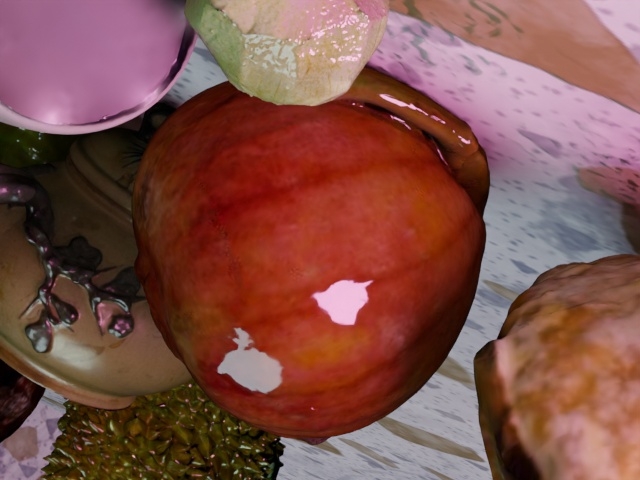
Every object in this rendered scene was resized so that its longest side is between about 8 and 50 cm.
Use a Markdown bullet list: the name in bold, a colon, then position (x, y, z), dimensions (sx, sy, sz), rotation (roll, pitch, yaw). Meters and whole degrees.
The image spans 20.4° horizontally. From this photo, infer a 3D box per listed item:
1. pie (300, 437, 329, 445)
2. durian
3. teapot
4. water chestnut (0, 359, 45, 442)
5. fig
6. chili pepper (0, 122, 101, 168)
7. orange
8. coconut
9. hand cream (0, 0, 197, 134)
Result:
- **pie**: position (-0.053, 0.195, 1.997), dimensions (0.153, 0.038, 0.153), rotation (22, 168, 5)
- **durian**: position (-0.166, 0.209, 1.824), dimensions (0.224, 0.291, 0.291), rotation (44, 176, 26)
- **teapot**: position (-0.133, -0.003, 1.103), dimensions (0.269, 0.183, 0.173), rotation (17, -160, -49)
- **water chestnut**: position (-0.430, 0.101, 1.731), dimensions (0.350, 0.302, 0.350), rotation (22, 162, 8)
- **fig**: position (0.000, 0.001, 0.916), dimensions (0.205, 0.205, 0.205), rotation (23, 166, 6)
- **chili pepper**: position (-0.191, -0.068, 1.176), dimensions (0.204, 0.072, 0.073), rotation (29, -174, -44)
- **orange**: position (0.225, 0.142, 0.881), dimensions (0.210, 0.271, 0.369), rotation (-13, 154, 16)
- **coconut**: position (-0.012, -0.097, 0.746), dimensions (0.082, 0.083, 0.081), rotation (65, 164, 4)
- **hand cream**: position (-0.160, -0.112, 0.918), dimensions (0.185, 0.118, 0.358), rotation (24, 175, -20)
